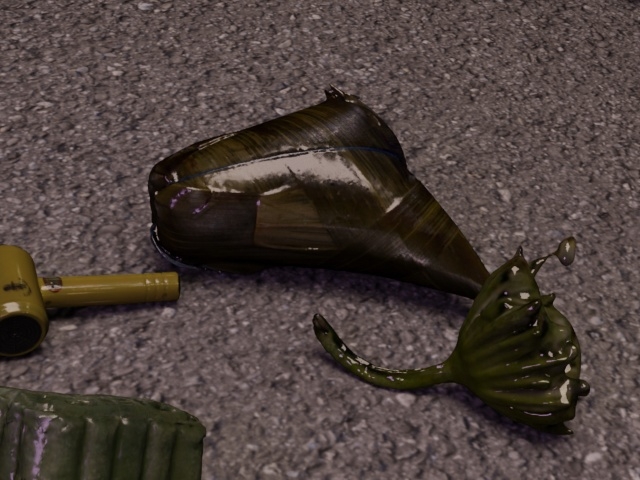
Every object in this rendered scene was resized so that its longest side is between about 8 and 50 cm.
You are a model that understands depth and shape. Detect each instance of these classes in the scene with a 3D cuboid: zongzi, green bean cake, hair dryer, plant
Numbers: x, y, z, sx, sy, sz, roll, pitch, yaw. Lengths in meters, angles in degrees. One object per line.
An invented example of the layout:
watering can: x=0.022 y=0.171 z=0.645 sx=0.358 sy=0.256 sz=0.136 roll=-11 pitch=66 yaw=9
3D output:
zongzi: x=0.000 y=0.000 z=1.542 sx=0.403 sy=0.207 sz=0.432 roll=-21 pitch=56 yaw=-28
green bean cake: x=-0.256 y=0.215 z=1.118 sx=0.223 sy=0.124 sz=0.227 roll=10 pitch=-8 yaw=-42
hair dryer: x=-0.317 y=0.075 z=1.445 sx=0.279 sy=0.090 sz=0.135 roll=-2 pitch=36 yaw=-26
plant: x=0.194 y=0.152 z=1.435 sx=0.334 sy=0.251 sz=0.180 roll=-17 pitch=3 yaw=28
